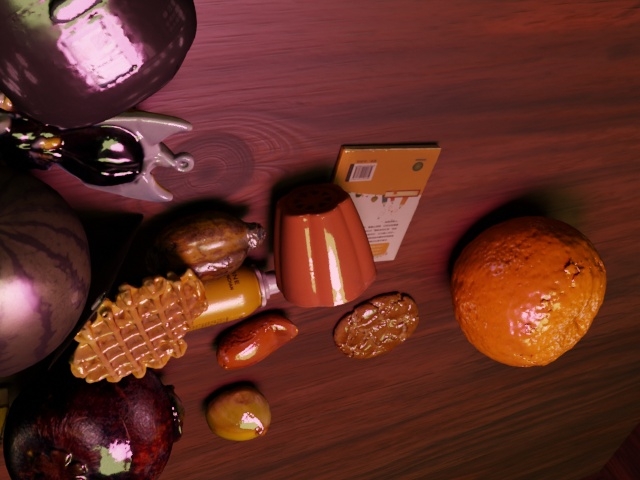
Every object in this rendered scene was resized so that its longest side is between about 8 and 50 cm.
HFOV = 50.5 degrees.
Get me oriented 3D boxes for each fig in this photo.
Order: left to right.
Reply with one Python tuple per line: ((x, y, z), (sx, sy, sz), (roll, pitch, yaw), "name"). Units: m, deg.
((-0.189, 0.400, 1.573), (0.153, 0.120, 0.136), (-19, 151, 25), "fig")

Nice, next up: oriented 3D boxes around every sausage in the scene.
((-0.138, 0.209, 1.432), (0.179, 0.089, 0.089), (-25, 140, -10), "sausage")

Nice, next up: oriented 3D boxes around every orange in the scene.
((0.446, 0.104, 1.497), (0.341, 0.293, 0.340), (-25, 134, -29), "orange")

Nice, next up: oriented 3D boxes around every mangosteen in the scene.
((-0.418, 0.347, 1.260), (0.330, 0.330, 0.330), (-16, 138, -15), "mangosteen")

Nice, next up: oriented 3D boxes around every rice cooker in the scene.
((-0.266, -0.264, 0.732), (0.267, 0.267, 0.224), (-30, 141, 2), "rice cooker")

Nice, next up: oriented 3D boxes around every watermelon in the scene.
((-0.456, 0.047, 0.910), (0.279, 0.278, 0.359), (4, 159, -33), "watermelon")

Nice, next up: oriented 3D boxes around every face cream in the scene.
((-0.241, 0.114, 1.248), (0.349, 0.105, 0.105), (-12, 137, -18), "face cream")

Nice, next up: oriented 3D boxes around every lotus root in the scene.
((-0.195, 0.009, 1.158), (0.210, 0.120, 0.120), (-14, 138, -15), "lotus root")

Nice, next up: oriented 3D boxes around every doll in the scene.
((-0.334, -0.129, 0.943), (0.316, 0.103, 0.145), (5, 111, -23), "doll")

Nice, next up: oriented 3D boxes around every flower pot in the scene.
((0.000, 0.000, 1.211), (0.191, 0.190, 0.173), (-18, 123, -13), "flower pot")

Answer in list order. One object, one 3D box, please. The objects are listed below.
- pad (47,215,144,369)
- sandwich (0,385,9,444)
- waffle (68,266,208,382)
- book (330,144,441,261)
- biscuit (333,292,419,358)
((-0.342, 0.070, 1.042), (0.009, 0.265, 0.159), (36, 111, -18), "pad")
((-0.684, 0.352, 1.275), (0.163, 0.058, 0.193), (6, 131, -33), "sandwich")
((-0.279, 0.139, 1.100), (0.253, 0.056, 0.249), (-44, 153, 11), "waffle")
((0.098, -0.062, 1.326), (0.208, 0.020, 0.295), (-5, 134, -26), "book")
((0.137, 0.209, 1.616), (0.226, 0.042, 0.225), (-15, 138, -14), "biscuit")
